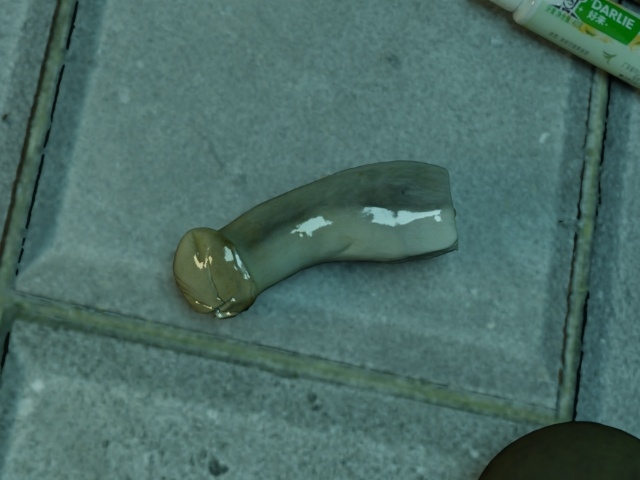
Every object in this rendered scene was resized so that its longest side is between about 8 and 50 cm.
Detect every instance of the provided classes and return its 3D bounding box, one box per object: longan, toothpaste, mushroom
[{"bbox_3d":[0.195,0.219,1.132,0.187,0.167,0.167,42,66,-24],"label":"longan"},{"bbox_3d":[0.268,-0.154,1.316,0.314,0.056,0.058,25,110,-11],"label":"toothpaste"},{"bbox_3d":[-0.003,-0.003,1.177,0.223,0.081,0.092,-13,59,-16],"label":"mushroom"}]

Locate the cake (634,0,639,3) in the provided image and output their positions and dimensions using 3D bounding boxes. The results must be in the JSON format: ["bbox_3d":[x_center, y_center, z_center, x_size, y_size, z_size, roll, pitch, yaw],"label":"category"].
[{"bbox_3d":[0.289,-0.369,1.252,0.227,0.286,0.222,34,68,-4],"label":"cake"}]
